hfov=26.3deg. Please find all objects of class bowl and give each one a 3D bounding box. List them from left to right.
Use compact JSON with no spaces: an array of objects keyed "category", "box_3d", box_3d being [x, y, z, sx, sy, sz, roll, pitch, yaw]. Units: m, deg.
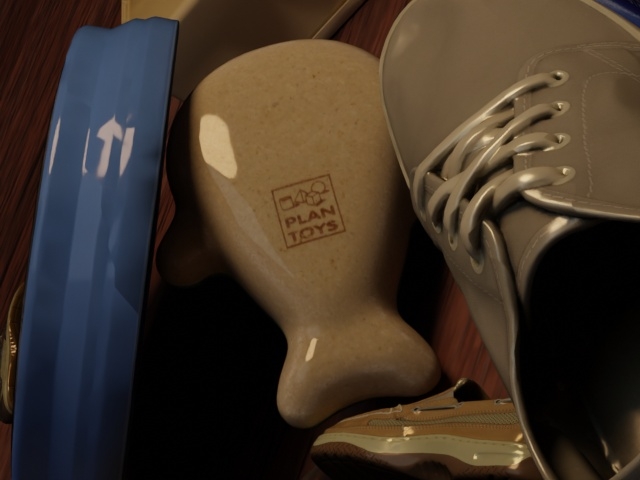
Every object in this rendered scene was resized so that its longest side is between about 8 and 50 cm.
[{"category":"bowl","box_3d":[-0.164,0.027,1.010,0.391,0.077,0.391,-173,90,-83]}]

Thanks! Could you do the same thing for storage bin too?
[{"category":"storage bin","box_3d":[-0.057,-0.276,1.220,0.262,0.123,0.260,-45,34,30]}]

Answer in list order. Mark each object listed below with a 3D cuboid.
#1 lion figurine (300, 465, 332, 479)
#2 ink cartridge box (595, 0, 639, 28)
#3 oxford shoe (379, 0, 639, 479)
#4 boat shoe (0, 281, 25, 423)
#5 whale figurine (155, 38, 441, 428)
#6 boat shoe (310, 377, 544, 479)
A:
[{"category":"lion figurine","box_3d":[-0.185,0.255,0.874,0.392,0.240,0.142,-53,38,19]},{"category":"ink cartridge box","box_3d":[0.207,-0.266,0.821,0.332,0.065,0.165,-64,29,15]},{"category":"oxford shoe","box_3d":[0.120,-0.020,0.700,0.169,0.130,0.449,-49,38,23]},{"category":"boat shoe","box_3d":[-0.301,0.110,1.364,0.049,0.056,0.152,-31,43,36]},{"category":"whale figurine","box_3d":[0.000,0.000,0.916,0.216,0.141,0.272,-17,62,0]},{"category":"boat shoe","box_3d":[0.075,0.113,0.777,0.190,0.068,0.072,-3,52,46]}]
